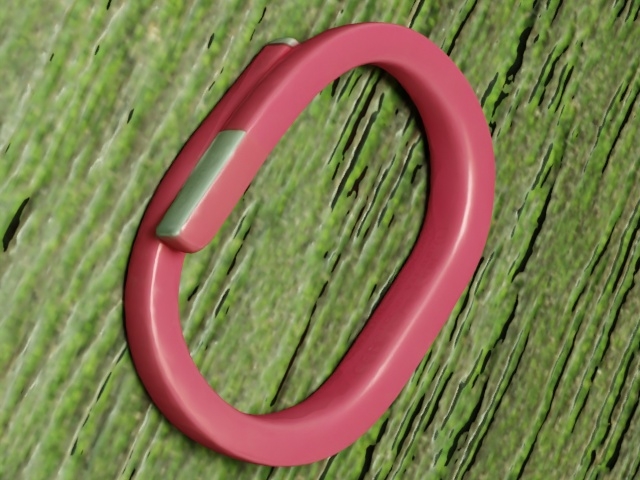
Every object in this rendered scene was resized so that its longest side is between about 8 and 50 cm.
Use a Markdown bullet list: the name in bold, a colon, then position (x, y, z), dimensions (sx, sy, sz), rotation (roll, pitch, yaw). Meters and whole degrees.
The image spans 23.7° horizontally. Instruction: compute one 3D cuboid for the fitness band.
- **fitness band**: position (0.000, 0.000, 0.943), dimensions (0.209, 0.054, 0.291), rotation (49, 65, -32)
